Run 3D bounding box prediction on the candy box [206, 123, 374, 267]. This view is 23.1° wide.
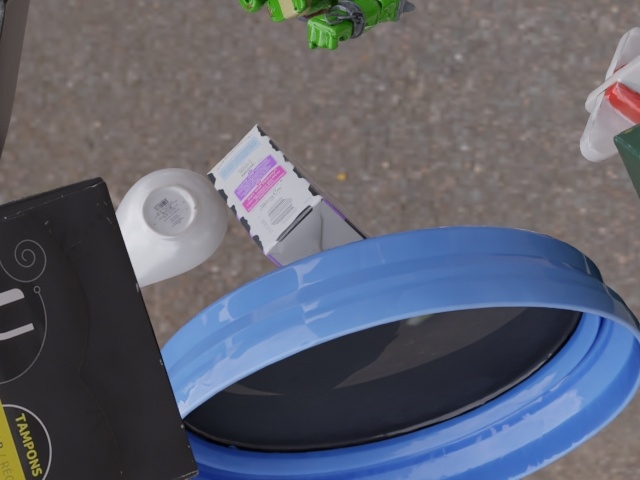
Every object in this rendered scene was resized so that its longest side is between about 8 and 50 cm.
[{"bbox_3d":[0.000,0.000,1.379,0.070,0.165,0.196,-46,29,3],"label":"candy box"}]

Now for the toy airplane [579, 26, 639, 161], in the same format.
[{"bbox_3d":[0.500,-0.104,1.862,0.272,0.384,0.386,-8,93,50],"label":"toy airplane"}]

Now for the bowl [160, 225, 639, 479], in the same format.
[{"bbox_3d":[0.050,0.114,1.189,0.391,0.391,0.077,-43,50,41],"label":"bowl"}]

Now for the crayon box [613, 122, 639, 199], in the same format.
[{"bbox_3d":[0.356,-0.048,1.105,0.083,0.203,0.323,62,-178,-20],"label":"crayon box"}]

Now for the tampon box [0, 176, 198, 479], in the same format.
[{"bbox_3d":[-0.146,0.056,0.607,0.161,0.101,0.120,-13,96,51],"label":"tampon box"}]

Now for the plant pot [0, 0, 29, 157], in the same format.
[{"bbox_3d":[-0.273,-0.136,1.005,0.167,0.187,0.188,-70,-3,-57],"label":"plant pot"}]

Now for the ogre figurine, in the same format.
[{"bbox_3d":[-0.004,-0.224,1.368,0.197,0.118,0.097,17,115,54],"label":"ogre figurine"}]

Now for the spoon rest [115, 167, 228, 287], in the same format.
[{"bbox_3d":[-0.240,0.014,1.965,0.137,0.276,0.084,49,162,12],"label":"spoon rest"}]
